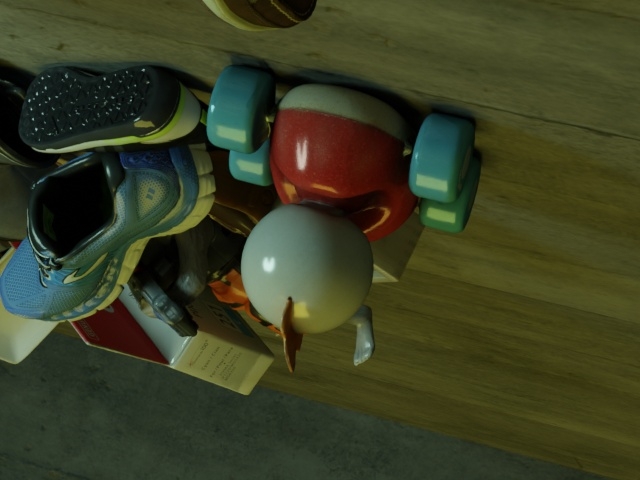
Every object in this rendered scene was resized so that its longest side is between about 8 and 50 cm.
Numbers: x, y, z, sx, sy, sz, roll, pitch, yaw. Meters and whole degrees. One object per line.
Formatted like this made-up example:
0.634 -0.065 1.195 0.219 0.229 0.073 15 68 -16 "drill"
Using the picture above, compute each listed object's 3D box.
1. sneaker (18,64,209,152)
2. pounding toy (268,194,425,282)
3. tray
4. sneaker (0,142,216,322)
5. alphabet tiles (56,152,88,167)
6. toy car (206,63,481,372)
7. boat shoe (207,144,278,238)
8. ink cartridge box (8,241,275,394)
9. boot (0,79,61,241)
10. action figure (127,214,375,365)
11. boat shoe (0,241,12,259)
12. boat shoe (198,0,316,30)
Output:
-0.188 -0.108 1.846 0.234 0.084 0.097 5 165 46 "sneaker"
0.035 -0.019 1.981 0.141 0.100 0.130 34 162 -25 "pounding toy"
-0.354 0.039 2.508 0.145 0.270 0.030 27 -157 -46 "tray"
-0.248 -0.018 1.988 0.147 0.130 0.330 -2 153 -40 "sneaker"
-0.250 -0.072 2.282 0.284 0.021 0.278 18 169 -10 "alphabet tiles"
0.000 0.000 1.702 0.219 0.238 0.210 15 169 10 "toy car"
-0.075 -0.043 2.048 0.073 0.073 0.207 7 158 47 "boat shoe"
-0.225 0.048 2.342 0.261 0.066 0.296 23 -163 -45 "ink cartridge box"
-0.333 -0.088 2.035 0.222 0.118 0.338 4 160 45 "boot"
-0.124 0.003 2.202 0.330 0.178 0.341 32 -175 -31 "action figure"
-0.427 -0.026 2.502 0.324 0.120 0.122 25 167 -38 "boat shoe"
-0.036 -0.193 1.191 0.095 0.095 0.257 6 165 21 "boat shoe"
